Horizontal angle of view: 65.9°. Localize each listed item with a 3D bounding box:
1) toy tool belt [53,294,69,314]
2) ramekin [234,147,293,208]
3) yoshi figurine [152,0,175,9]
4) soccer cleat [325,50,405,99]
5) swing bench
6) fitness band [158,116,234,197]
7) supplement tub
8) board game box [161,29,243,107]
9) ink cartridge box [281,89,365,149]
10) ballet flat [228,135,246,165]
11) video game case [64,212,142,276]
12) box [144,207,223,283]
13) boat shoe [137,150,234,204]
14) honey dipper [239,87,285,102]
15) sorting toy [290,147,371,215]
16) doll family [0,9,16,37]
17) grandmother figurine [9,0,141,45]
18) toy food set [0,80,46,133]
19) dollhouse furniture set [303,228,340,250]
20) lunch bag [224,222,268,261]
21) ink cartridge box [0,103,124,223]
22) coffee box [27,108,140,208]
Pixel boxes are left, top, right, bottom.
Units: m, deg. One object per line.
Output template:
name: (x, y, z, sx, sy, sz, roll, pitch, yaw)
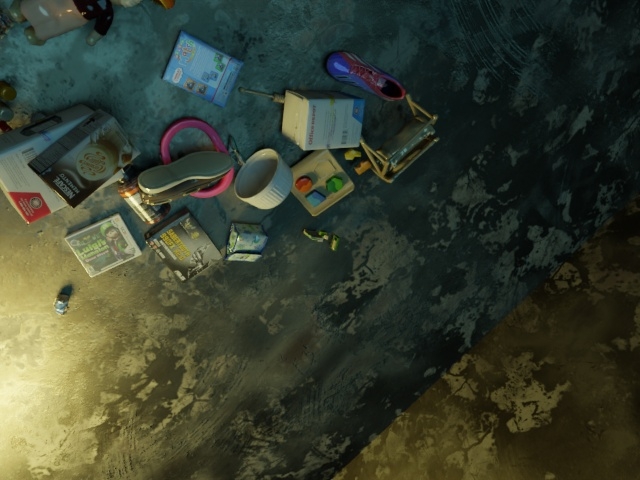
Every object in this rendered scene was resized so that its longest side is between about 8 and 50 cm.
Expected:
toy tool belt: (-0.898, 0.232, 1.711, 0.052, 0.051, 0.083, 6, 113, -28)
ramekin: (-0.192, -0.209, 1.739, 0.207, 0.207, 0.109, -49, 134, 4)
yoshi figurine: (-0.339, -0.804, 1.320, 0.203, 0.203, 0.362, 42, 84, -1)
soccer cleat: (0.167, -0.585, 1.764, 0.318, 0.116, 0.109, 15, 108, -31)
swing bench: (0.305, -0.366, 1.860, 0.253, 0.165, 0.255, -43, 157, 0)
fitness band: (-0.419, -0.276, 1.681, 0.209, 0.054, 0.291, -33, 126, -8)
supplement tub: (-0.592, -0.155, 1.628, 0.106, 0.106, 0.198, -35, 124, -6)
board game box: (-0.375, -0.542, 1.572, 0.211, 0.039, 0.160, 19, 105, -33)
ink cartridge box: (0.007, -0.425, 1.722, 0.232, 0.168, 0.171, -9, 119, -31)
ballet flat: (-0.301, -0.310, 1.730, 0.041, 0.041, 0.114, -31, 123, -8)
video game case: (-0.741, 0.017, 1.695, 0.190, 0.022, 0.173, -26, 123, -12)
box: (-0.494, 0.022, 1.795, 0.183, 0.056, 0.231, -34, 125, -6)
boat shoe: (-0.434, -0.203, 1.611, 0.324, 0.117, 0.097, -26, 154, -33)
honey dipper: (-0.200, -0.498, 1.686, 0.160, 0.030, 0.031, 4, 113, -26)
sorting toy: (0.034, -0.246, 1.881, 0.307, 0.041, 0.229, -34, 125, 11)
doll family: (-0.896, -0.559, 1.287, 0.193, 0.076, 0.111, -44, 128, 8)
grandmother figurine: (-0.631, -0.628, 1.298, 0.342, 0.104, 0.208, -12, 139, 7)
toy food set: (-0.863, -0.343, 1.426, 0.111, 0.104, 0.232, -48, 144, -13)
dollhouse furniture set: (0.000, 0.000, 2.011, 0.151, 0.076, 0.059, 7, 111, -29)
lunch bag: (-0.286, 0.018, 1.877, 0.128, 0.096, 0.151, 5, 127, -30)
ink cartridge box: (-0.766, -0.226, 1.424, 0.306, 0.131, 0.226, -36, 137, -30)
coffee box: (-0.649, -0.227, 1.368, 0.246, 0.098, 0.141, -47, 142, -17)
